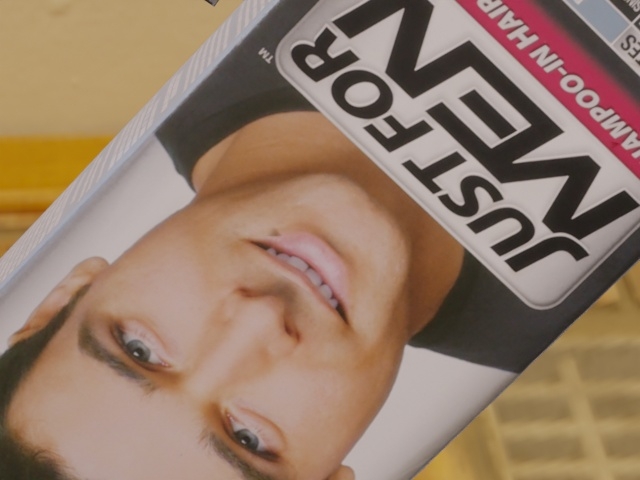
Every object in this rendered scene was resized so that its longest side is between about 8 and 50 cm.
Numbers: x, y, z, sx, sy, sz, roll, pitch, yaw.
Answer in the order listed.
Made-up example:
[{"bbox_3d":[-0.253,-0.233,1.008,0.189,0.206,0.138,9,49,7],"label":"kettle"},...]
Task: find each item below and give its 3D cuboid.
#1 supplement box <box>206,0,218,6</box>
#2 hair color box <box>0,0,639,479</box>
[{"bbox_3d":[-0.056,-0.115,0.522,0.056,0.083,0.083,-54,-18,3],"label":"supplement box"},{"bbox_3d":[0.000,0.000,0.853,0.185,0.113,0.374,42,-78,-11],"label":"hair color box"}]
